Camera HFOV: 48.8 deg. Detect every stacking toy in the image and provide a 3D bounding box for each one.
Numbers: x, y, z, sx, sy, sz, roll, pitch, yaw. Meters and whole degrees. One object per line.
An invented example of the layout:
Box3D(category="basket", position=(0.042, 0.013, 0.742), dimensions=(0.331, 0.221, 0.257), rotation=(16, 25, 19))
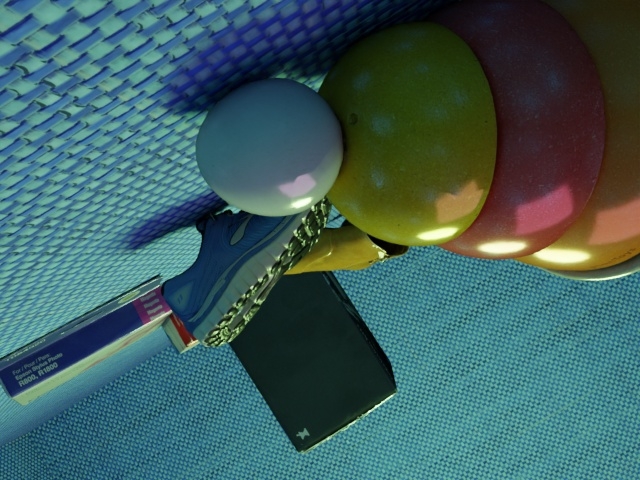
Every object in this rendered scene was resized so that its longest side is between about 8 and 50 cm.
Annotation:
Box3D(category="stacking toy", position=(0.114, -0.105, 0.675), dimensions=(0.480, 0.350, 0.351), rotation=(-8, 164, -31))

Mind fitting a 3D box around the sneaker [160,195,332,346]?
Box3D(category="sneaker", position=(-0.101, -0.013, 1.014), dimensions=(0.330, 0.147, 0.129), rotation=(-48, 164, -20))

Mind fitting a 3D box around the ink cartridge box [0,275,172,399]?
Box3D(category="ink cartridge box", position=(-0.446, 0.200, 1.356), dimensions=(0.324, 0.071, 0.330), rotation=(-29, 177, -23))

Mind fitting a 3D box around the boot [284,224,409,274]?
Box3D(category="boot", position=(0.001, 0.001, 1.271), dimensions=(0.295, 0.104, 0.211), rotation=(7, 164, -41))

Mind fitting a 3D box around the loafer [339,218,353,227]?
Box3D(category="loafer", position=(0.182, -0.093, 2.217), dimensions=(0.366, 0.134, 0.130), rotation=(-40, 158, -32))

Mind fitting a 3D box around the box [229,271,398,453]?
Box3D(category="box", position=(-0.046, 0.242, 1.884), dimensions=(0.297, 0.479, 0.472), rotation=(-33, 176, 3))

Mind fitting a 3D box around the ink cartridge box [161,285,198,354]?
Box3D(category="ink cartridge box", position=(-0.289, 0.158, 1.499), dimensions=(0.078, 0.134, 0.231), rotation=(-29, 176, -23))
